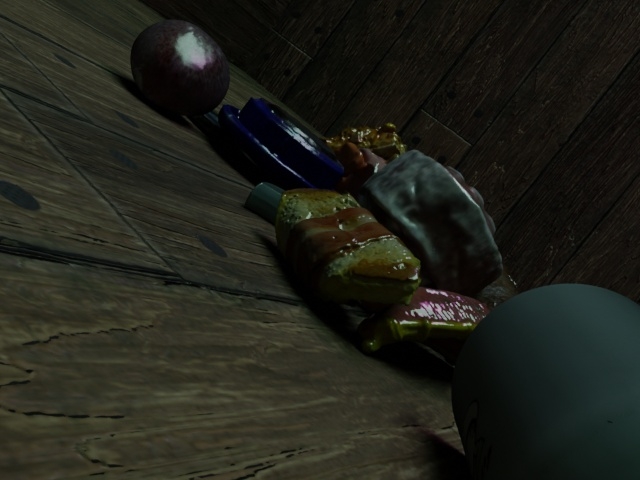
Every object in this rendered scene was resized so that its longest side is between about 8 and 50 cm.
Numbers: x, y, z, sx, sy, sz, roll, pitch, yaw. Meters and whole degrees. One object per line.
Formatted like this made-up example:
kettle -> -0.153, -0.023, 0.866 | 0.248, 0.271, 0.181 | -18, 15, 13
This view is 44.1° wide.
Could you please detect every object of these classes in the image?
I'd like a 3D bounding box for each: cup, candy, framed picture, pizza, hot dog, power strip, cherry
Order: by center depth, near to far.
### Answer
cup -> 0.211, 0.161, 0.574 | 0.205, 0.205, 0.312 | 37, 10, -2
hot dog -> 0.028, 0.023, 0.889 | 0.123, 0.093, 0.261 | -8, 28, -18
power strip -> 0.000, 0.000, 1.076 | 0.216, 0.044, 0.137 | 39, 9, 11
candy -> 0.141, -0.007, 1.077 | 0.214, 0.157, 0.289 | 53, -3, 4
cherry -> -0.234, -0.284, 1.294 | 0.176, 0.140, 0.176 | 45, 17, -18
framed picture -> -0.212, -0.232, 1.509 | 0.260, 0.023, 0.189 | 44, 9, 39
pizza -> 0.066, -0.187, 1.809 | 0.258, 0.269, 0.087 | 44, 38, -74

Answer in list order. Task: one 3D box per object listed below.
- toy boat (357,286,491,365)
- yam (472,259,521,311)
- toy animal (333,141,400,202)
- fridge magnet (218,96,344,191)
toy boat -> 0.146, 0.113, 0.934 | 0.141, 0.099, 0.318 | -7, -20, 35
yam -> 0.247, 0.097, 1.186 | 0.131, 0.131, 0.279 | 35, 19, -15
toy animal -> 0.130, -0.100, 1.641 | 0.281, 0.195, 0.169 | 7, 60, -46
fridge magnet -> -0.062, -0.150, 1.365 | 0.265, 0.112, 0.265 | 40, 9, -8
